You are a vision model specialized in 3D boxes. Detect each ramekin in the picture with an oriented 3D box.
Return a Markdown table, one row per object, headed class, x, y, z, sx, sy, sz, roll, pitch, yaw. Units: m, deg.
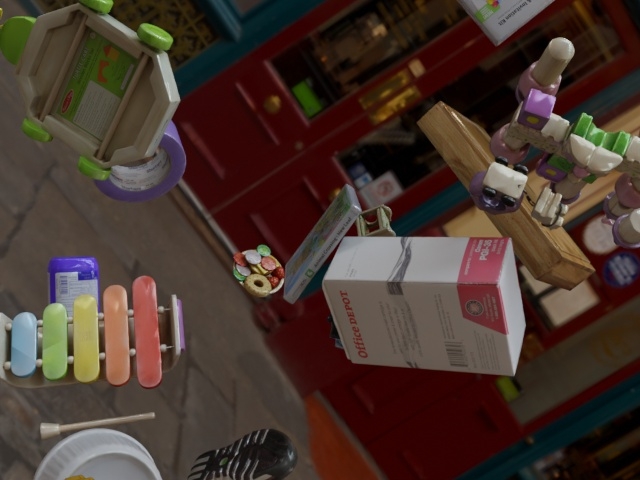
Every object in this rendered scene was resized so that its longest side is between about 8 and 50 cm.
| class | x | y | z | sx | sy | sz | roll | pitch | yaw |
| --- | --- | --- | --- | --- | --- | --- | --- | --- | --- |
| ramekin | -0.443 | 0.526 | 1.779 | 0.272 | 0.273 | 0.127 | 55 | -25 | -14 |

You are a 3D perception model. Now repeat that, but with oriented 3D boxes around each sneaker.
| class | x | y | z | sx | sy | sz | roll | pitch | yaw |
| --- | --- | --- | --- | --- | --- | --- | --- | --- | --- |
| sneaker | -0.099 | 0.424 | 1.532 | 0.162 | 0.281 | 0.106 | 44 | 49 | -21 |

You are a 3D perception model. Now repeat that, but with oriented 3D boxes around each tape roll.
| class | x | y | z | sx | sy | sz | roll | pitch | yaw |
| --- | --- | --- | --- | --- | --- | --- | --- | --- | --- |
| tape roll | -0.371 | -0.171 | 1.760 | 0.189 | 0.189 | 0.080 | 49 | 12 | -49 |

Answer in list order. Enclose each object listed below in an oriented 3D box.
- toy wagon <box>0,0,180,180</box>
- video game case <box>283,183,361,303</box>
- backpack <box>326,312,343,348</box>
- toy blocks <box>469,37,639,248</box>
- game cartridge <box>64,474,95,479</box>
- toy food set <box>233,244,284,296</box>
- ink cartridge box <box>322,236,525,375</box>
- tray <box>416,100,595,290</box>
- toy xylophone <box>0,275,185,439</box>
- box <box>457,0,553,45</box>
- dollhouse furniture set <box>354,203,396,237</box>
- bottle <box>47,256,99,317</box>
| class | x | y | z | sx | sy | sz | roll | pitch | yaw |
| --- | --- | --- | --- | --- | --- | --- | --- | --- | --- |
| toy wagon | -0.398 | -0.276 | 1.432 | 0.344 | 0.267 | 0.068 | 33 | 20 | 7 |
| video game case | 0.000 | 0.000 | 1.503 | 0.023 | 0.193 | 0.212 | 35 | 10 | -9 |
| backpack | 0.079 | 0.179 | 1.792 | 0.114 | 0.105 | 0.084 | -31 | 125 | -63 |
| toy blocks | 0.402 | -0.108 | 1.421 | 0.289 | 0.308 | 0.260 | 26 | -19 | 3 |
| game cartridge | -0.394 | 0.604 | 1.490 | 0.285 | 0.323 | 0.053 | 36 | 18 | 35 |
| toy food set | -0.093 | 0.045 | 1.311 | 0.083 | 0.020 | 0.082 | -30 | 71 | -40 |
| ink cartridge box | 0.170 | 0.101 | 1.408 | 0.117 | 0.283 | 0.207 | -65 | 147 | -43 |
| tray | 0.369 | -0.090 | 1.740 | 0.203 | 0.076 | 0.410 | 16 | 36 | -55 |
| toy xylophone | -0.379 | 0.197 | 1.466 | 0.081 | 0.323 | 0.236 | 96 | -21 | -60 |
| box | 0.284 | -0.432 | 1.416 | 0.186 | 0.145 | 0.038 | 53 | 5 | 6 |
| dollhouse furniture set | 0.163 | 0.028 | 2.261 | 0.181 | 0.101 | 0.161 | -94 | 159 | -52 |
| bottle | -0.585 | 0.179 | 2.077 | 0.092 | 0.118 | 0.282 | 0 | -88 | 61 |
